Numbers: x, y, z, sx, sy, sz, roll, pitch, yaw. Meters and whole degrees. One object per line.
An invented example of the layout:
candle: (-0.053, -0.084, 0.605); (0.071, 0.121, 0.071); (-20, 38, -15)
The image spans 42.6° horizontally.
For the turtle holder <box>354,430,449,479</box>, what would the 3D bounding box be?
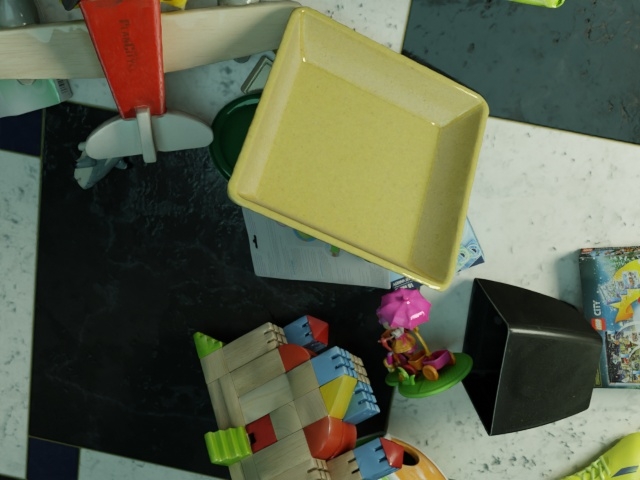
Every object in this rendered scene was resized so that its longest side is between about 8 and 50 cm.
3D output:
turtle holder: (0.083, 0.463, 1.416); (0.320, 0.243, 0.227); (-27, 89, 55)

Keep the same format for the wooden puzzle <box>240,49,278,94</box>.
wooden puzzle: (-0.078, -0.242, 1.278); (0.078, 0.014, 0.116); (44, 109, -4)

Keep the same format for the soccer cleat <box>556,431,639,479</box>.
soccer cleat: (0.454, 0.433, 1.407); (0.121, 0.093, 0.289); (32, 110, 3)

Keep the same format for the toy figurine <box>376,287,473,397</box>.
toy figurine: (0.141, 0.152, 1.327); (0.173, 0.130, 0.159); (-9, 110, 55)

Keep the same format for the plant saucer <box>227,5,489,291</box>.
plant saucer: (0.055, -0.122, 1.165); (0.332, 0.333, 0.081); (24, 154, -14)

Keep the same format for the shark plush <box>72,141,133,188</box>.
shark plush: (-0.332, -0.142, 1.342); (0.161, 0.073, 0.067); (-29, 125, -5)

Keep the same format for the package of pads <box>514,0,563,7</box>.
package of pads: (0.178, -0.389, 1.075); (0.296, 0.229, 0.101); (15, 111, 3)

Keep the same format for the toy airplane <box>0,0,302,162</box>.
toy airplane: (-0.270, -0.304, 1.178); (0.384, 0.272, 0.386); (-38, 138, 28)

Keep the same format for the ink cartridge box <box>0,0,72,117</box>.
ink cartridge box: (-0.529, -0.283, 1.303); (0.224, 0.056, 0.181); (-13, 107, 10)

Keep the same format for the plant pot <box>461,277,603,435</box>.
plant pot: (0.332, 0.179, 1.293); (0.167, 0.187, 0.188); (1, 110, -7)

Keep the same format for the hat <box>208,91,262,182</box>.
hat: (-0.078, -0.113, 1.222); (0.208, 0.183, 0.173); (-8, 117, 7)

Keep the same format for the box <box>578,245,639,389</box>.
box: (0.500, 0.123, 1.293); (0.159, 0.044, 0.233); (-3, 109, 25)

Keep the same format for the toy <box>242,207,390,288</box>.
toy: (0.000, 0.000, 1.319); (0.237, 0.056, 0.137); (6, 123, 23)

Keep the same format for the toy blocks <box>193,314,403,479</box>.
toy blocks: (-0.031, 0.270, 1.319); (0.261, 0.191, 0.381); (-30, 59, 16)

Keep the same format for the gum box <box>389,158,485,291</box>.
gum box: (0.155, -0.023, 1.309); (0.157, 0.041, 0.184); (-23, 104, 16)
